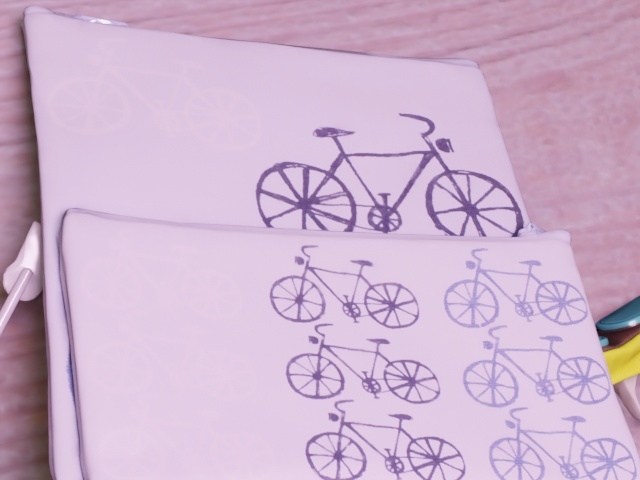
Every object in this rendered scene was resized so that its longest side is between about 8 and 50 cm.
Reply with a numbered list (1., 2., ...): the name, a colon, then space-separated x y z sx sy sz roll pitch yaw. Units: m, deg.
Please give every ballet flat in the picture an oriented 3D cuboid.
1. ballet flat: 0.177 0.083 0.961 0.231 0.077 0.077 -18 95 -25

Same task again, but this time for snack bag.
1. snack bag: 0.000 0.000 0.877 0.323 0.037 0.343 4 52 -20

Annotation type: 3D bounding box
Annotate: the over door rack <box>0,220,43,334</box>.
1. over door rack: -0.115 0.167 0.810 0.239 0.108 0.324 29 67 -10
